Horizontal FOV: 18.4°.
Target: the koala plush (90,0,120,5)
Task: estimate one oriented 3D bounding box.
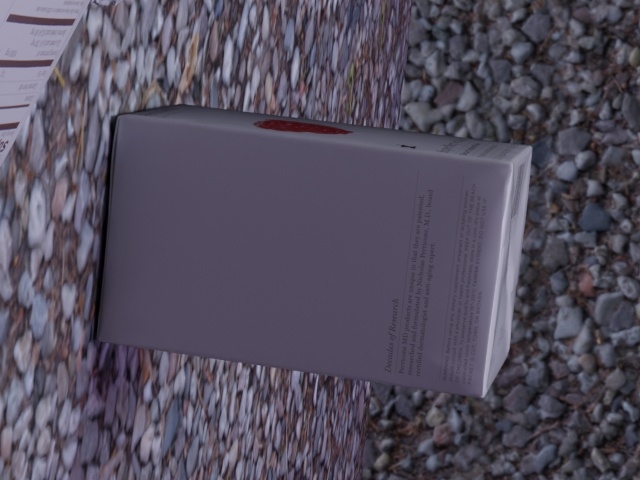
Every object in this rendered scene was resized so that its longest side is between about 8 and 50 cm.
[{"bbox_3d":[-0.088,-0.259,1.286,0.221,0.203,0.196,-64,178,23],"label":"koala plush"}]

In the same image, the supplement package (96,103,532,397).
[{"bbox_3d":[0.000,0.000,1.498,0.177,0.293,0.175,-34,131,-77],"label":"supplement package"}]

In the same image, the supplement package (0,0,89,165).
[{"bbox_3d":[-0.149,-0.159,0.779,0.244,0.139,0.134,-60,173,10],"label":"supplement package"}]
